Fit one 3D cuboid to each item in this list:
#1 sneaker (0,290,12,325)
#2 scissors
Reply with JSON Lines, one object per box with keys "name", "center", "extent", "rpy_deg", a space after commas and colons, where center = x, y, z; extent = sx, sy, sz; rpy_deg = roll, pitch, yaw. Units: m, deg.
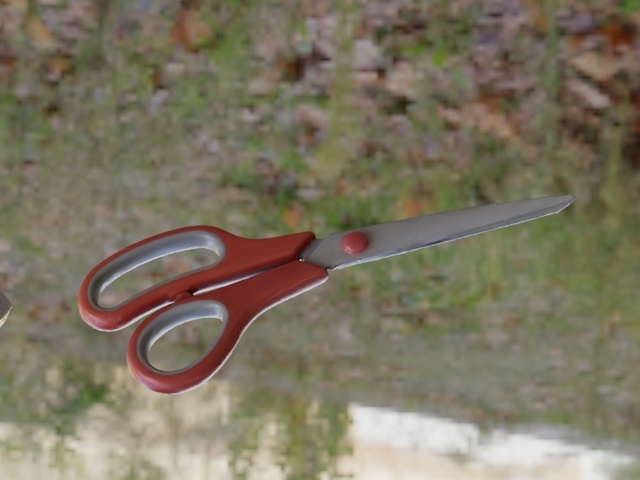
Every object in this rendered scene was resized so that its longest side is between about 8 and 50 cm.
{"name": "sneaker", "center": [-0.368, 0.096, 1.526], "extent": [0.215, 0.084, 0.083], "rpy_deg": [-26, 148, -37]}
{"name": "scissors", "center": [0.000, 0.000, 1.045], "extent": [0.297, 0.109, 0.021], "rpy_deg": [-25, 144, -9]}
